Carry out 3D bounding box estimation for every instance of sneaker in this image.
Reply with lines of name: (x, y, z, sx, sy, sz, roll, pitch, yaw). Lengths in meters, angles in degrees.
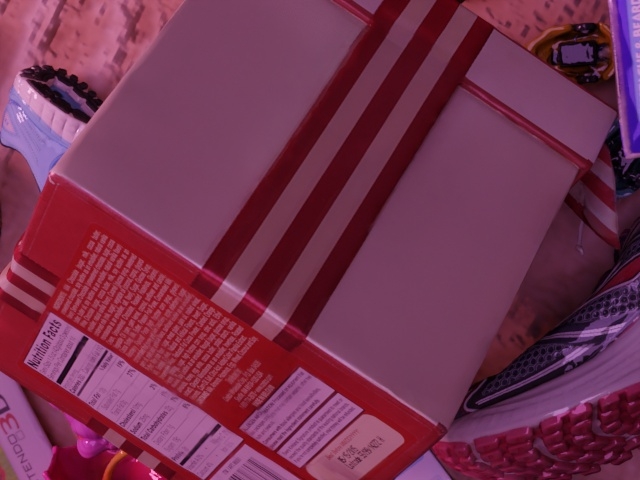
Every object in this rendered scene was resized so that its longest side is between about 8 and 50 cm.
sneaker: (0.196, 0.052, 0.959, 0.299, 0.121, 0.112, -33, 58, 12)
sneaker: (-0.146, -0.042, 1.042, 0.162, 0.063, 0.073, 42, 119, 9)

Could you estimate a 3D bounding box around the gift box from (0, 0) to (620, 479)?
gift box: (0.000, 0.000, 0.866, 0.276, 0.255, 0.258, 35, 56, -7)

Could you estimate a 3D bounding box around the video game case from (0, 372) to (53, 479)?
video game case: (-0.278, 0.170, 1.034, 0.212, 0.023, 0.193, -28, 88, -22)

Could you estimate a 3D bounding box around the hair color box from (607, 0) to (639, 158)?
hair color box: (0.329, -0.115, 0.827, 0.339, 0.185, 0.110, -4, 97, 15)

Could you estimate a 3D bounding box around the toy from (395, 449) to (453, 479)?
toy: (0.070, 0.253, 1.013, 0.137, 0.056, 0.237, -38, 87, 9)

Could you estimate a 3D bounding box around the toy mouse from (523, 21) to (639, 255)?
toy mouse: (0.156, -0.062, 0.988, 0.161, 0.031, 0.143, -9, 92, 11)

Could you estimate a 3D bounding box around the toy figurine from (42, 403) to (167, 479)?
toy figurine: (-0.116, 0.109, 1.010, 0.159, 0.130, 0.173, -31, 94, 20)
